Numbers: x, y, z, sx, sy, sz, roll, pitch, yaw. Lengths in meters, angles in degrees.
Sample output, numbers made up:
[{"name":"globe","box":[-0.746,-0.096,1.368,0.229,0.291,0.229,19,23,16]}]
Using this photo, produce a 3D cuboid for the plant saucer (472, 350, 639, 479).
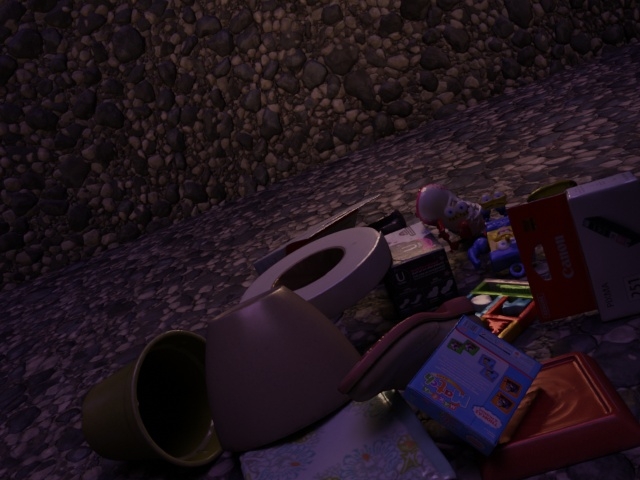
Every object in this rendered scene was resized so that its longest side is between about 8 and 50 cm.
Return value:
[{"name":"plant saucer","box":[0.369,0.280,1.201,0.259,0.047,0.259,-19,17,8]}]

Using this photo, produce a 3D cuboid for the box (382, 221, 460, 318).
[{"name":"box","box":[0.233,0.066,1.820,0.163,0.142,0.247,-21,18,2]}]

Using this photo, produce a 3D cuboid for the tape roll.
[{"name":"tape roll","box":[-0.013,0.096,1.747,0.392,0.072,0.392,-26,16,8]}]

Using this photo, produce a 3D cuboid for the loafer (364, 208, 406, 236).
[{"name":"loafer","box":[0.120,-0.006,2.198,0.303,0.095,0.109,-19,-5,6]}]

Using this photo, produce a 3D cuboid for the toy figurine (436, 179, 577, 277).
[{"name":"toy figurine","box":[0.492,0.009,1.787,0.363,0.191,0.217,-16,48,7]}]

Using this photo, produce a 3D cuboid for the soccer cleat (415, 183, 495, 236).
[{"name":"soccer cleat","box":[0.372,-0.079,1.929,0.143,0.116,0.331,8,-4,33]}]

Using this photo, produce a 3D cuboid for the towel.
[{"name":"towel","box":[0.032,0.390,1.195,0.321,0.090,0.374,-22,17,-6]}]

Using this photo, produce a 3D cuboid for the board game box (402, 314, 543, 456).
[{"name":"board game box","box":[0.255,0.231,1.184,0.160,0.039,0.211,33,43,18]}]

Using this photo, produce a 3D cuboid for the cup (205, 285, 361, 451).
[{"name":"cup","box":[-0.098,0.231,1.431,0.331,0.236,0.331,-26,1,1]}]

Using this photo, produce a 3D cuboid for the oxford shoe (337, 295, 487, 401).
[{"name":"oxford shoe","box":[0.194,0.215,1.287,0.397,0.146,0.140,-18,-27,-44]}]

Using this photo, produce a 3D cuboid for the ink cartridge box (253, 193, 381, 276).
[{"name":"ink cartridge box","box":[0.000,0.000,2.205,0.308,0.091,0.385,-31,4,-31]}]

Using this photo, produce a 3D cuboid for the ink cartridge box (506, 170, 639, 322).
[{"name":"ink cartridge box","box":[0.514,0.030,1.386,0.239,0.275,0.060,-17,18,15]}]

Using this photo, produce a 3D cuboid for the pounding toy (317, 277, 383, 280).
[{"name":"pounding toy","box":[0.070,0.070,2.046,0.183,0.110,0.237,-26,18,-13]}]

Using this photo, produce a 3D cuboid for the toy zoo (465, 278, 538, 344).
[{"name":"toy zoo","box":[0.358,0.171,1.554,0.293,0.030,0.192,-35,22,-35]}]

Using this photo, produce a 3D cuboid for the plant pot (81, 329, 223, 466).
[{"name":"plant pot","box":[-0.361,0.355,1.518,0.254,0.276,0.276,-23,14,34]}]
